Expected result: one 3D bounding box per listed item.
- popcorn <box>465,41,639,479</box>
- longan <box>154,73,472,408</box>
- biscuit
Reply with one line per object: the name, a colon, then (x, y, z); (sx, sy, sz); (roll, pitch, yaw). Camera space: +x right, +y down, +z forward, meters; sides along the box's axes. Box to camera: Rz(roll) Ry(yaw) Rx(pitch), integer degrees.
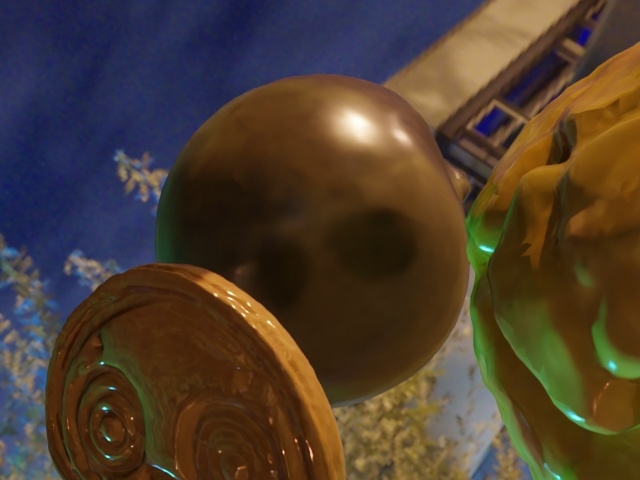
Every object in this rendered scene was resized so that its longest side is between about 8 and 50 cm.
popcorn: (0.249, 0.026, 0.590); (0.344, 0.390, 0.354); (-48, -44, 12)
longan: (-0.003, -0.001, 0.976); (0.297, 0.297, 0.297); (-49, -16, -19)
biscuit: (-0.080, 0.155, 0.649); (0.044, 0.202, 0.288); (-20, -60, -57)
